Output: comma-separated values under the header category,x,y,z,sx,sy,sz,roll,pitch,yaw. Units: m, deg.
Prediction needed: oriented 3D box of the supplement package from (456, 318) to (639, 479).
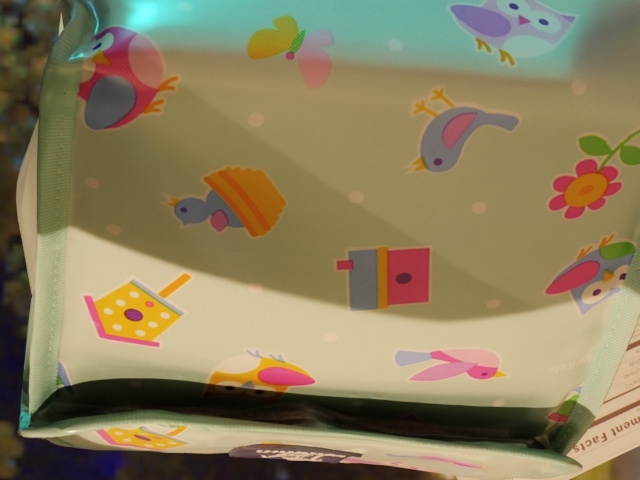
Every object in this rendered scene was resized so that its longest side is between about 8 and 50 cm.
category,x,y,z,sx,sy,sz,roll,pitch,yaw
supplement package,0.125,0.035,1.183,0.244,0.134,0.139,67,166,3

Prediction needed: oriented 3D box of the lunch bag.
category,x,y,z,sx,sy,sz,roll,pitch,yaw
lunch bag,0.000,0.000,0.655,0.160,0.223,0.262,-96,14,-45
